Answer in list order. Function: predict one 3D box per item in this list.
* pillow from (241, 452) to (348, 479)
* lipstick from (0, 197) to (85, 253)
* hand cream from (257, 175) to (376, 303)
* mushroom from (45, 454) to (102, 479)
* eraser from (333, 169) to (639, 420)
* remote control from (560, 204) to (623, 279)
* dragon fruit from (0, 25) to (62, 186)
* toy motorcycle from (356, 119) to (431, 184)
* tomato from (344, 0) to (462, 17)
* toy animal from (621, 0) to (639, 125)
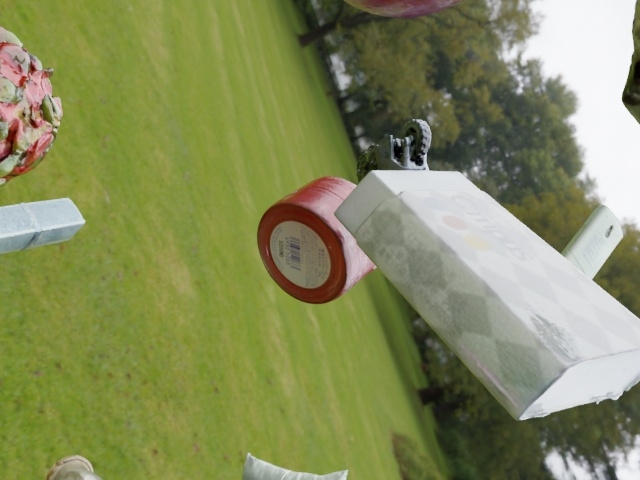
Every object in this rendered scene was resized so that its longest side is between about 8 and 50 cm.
[{"bbox_3d":[-0.060,0.548,1.603,0.078,0.253,0.144,43,54,-60],"label":"pillow"},{"bbox_3d":[-0.588,-0.023,1.420,0.078,0.076,0.289,56,27,9],"label":"lipstick"},{"bbox_3d":[0.000,0.000,1.238,0.125,0.193,0.193,-35,110,-48],"label":"hand cream"},{"bbox_3d":[-0.402,0.424,1.230,0.108,0.096,0.247,60,-23,-5],"label":"mushroom"},{"bbox_3d":[0.205,0.041,0.931,0.397,0.213,0.082,50,-48,43],"label":"eraser"},{"bbox_3d":[0.593,0.026,1.657,0.098,0.233,0.038,54,-26,-20],"label":"remote control"},{"bbox_3d":[-0.522,-0.207,1.068,0.302,0.237,0.231,33,7,11],"label":"dragon fruit"},{"bbox_3d":[0.155,-0.141,1.550,0.270,0.106,0.159,-31,-114,60],"label":"toy motorcycle"},{"bbox_3d":[0.145,-0.353,0.820,0.176,0.334,0.289,60,-12,-18],"label":"tomato"},{"bbox_3d":[0.473,-0.248,0.735,0.303,0.344,0.194,58,19,-32],"label":"toy animal"}]
